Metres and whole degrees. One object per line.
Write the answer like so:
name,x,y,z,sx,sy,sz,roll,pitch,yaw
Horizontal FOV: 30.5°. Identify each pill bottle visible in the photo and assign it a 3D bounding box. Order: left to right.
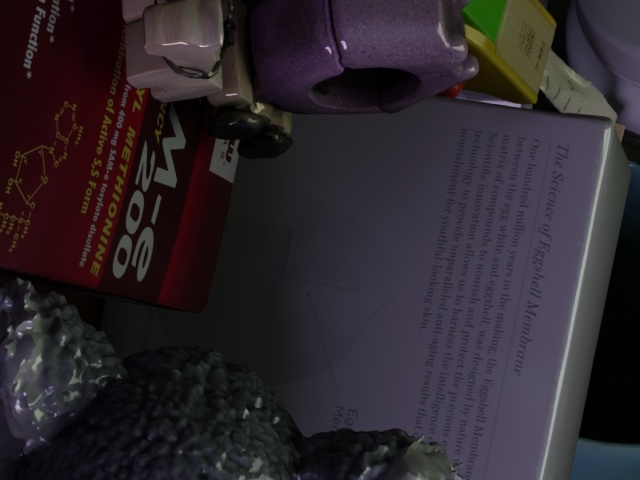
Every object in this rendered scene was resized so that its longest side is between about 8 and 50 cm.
pill bottle,0.325,-0.158,1.031,0.361,0.204,0.204,44,59,-67

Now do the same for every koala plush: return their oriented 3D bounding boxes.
koala plush,-0.065,0.126,0.418,0.203,0.196,0.221,-59,168,-60

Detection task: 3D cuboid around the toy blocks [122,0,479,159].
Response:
toy blocks,0.040,-0.220,0.354,0.288,0.260,0.309,27,57,-69

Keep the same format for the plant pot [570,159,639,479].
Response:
plant pot,0.163,0.101,0.935,0.235,0.293,0.293,107,10,-46

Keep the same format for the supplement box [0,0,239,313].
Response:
supplement box,-0.107,-0.051,0.424,0.239,0.073,0.130,25,76,-70

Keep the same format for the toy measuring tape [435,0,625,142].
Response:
toy measuring tape,0.106,-0.132,0.832,0.330,0.121,0.121,30,71,-49

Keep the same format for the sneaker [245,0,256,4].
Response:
sneaker,0.017,-0.268,0.596,0.323,0.130,0.236,-57,141,-37

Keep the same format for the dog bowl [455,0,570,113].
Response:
dog bowl,0.182,-0.173,1.082,0.349,0.102,0.349,11,90,-69

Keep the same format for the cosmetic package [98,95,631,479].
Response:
cosmetic package,0.022,0.043,0.591,0.138,0.224,0.224,18,84,-69
